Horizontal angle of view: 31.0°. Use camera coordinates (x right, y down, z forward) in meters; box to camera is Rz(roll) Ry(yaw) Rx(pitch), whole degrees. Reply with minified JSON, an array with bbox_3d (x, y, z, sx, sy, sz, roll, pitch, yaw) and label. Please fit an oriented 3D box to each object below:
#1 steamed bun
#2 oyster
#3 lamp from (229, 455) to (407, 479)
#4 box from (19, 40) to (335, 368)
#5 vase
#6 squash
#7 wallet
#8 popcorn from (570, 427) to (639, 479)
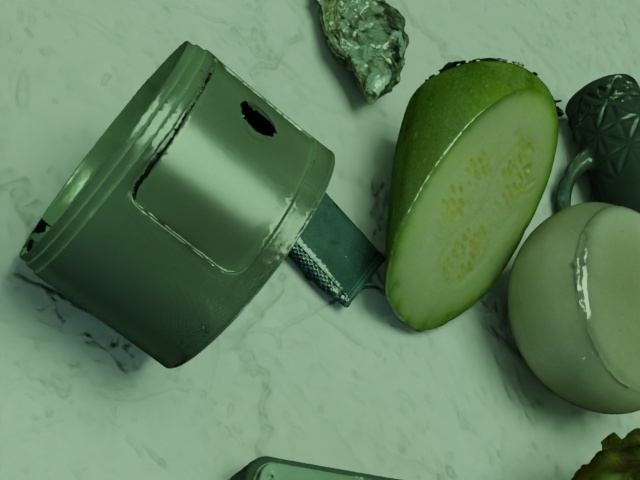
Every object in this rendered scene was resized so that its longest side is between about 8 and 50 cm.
[{"bbox_3d":[0.292,0.077,1.268,0.232,0.145,0.231,13,70,-38],"label":"steamed bun"},{"bbox_3d":[0.054,-0.235,1.330,0.125,0.064,0.177,-11,70,-39],"label":"oyster"},{"bbox_3d":[0.044,0.328,0.970,0.267,0.047,0.269,16,55,-33],"label":"lamp"},{"bbox_3d":[-0.116,-0.029,0.934,0.149,0.226,0.226,38,45,-15],"label":"box"},{"bbox_3d":[0.405,-0.065,1.470,0.251,0.156,0.300,-10,63,-16],"label":"vase"},{"bbox_3d":[0.166,-0.042,1.211,0.189,0.189,0.260,29,44,-23],"label":"squash"},{"bbox_3d":[0.000,0.000,1.158,0.129,0.026,0.088,48,48,-7],"label":"wallet"},{"bbox_3d":[0.327,0.299,1.081,0.293,0.293,0.237,-31,103,-46],"label":"popcorn"}]
